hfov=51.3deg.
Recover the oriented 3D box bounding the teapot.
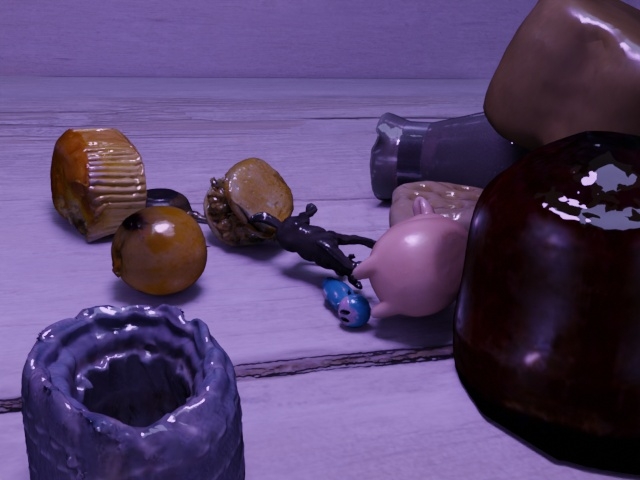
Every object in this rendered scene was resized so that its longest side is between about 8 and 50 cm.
[{"bbox_3d":[0.306,-0.165,1.447,0.344,0.253,0.300,8,-10,22],"label":"teapot"}]

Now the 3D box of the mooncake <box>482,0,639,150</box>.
[{"bbox_3d":[0.512,-0.215,1.098,0.467,0.262,0.467,21,31,-13],"label":"mooncake"}]

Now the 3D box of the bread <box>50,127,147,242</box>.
[{"bbox_3d":[-0.426,-0.112,1.254,0.133,0.179,0.250,-3,32,-36],"label":"bread"}]

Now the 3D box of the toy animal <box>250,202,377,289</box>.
[{"bbox_3d":[0.000,0.000,1.109,0.232,0.084,0.148,31,7,23],"label":"toy animal"}]

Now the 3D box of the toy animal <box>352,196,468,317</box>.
[{"bbox_3d":[0.157,0.028,1.020,0.154,0.166,0.250,-19,5,23],"label":"toy animal"}]

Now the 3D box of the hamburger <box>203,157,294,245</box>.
[{"bbox_3d":[-0.125,-0.056,1.225,0.185,0.131,0.159,46,46,-7],"label":"hamburger"}]

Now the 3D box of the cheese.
[{"bbox_3d":[0.226,-0.036,1.254,0.235,0.117,0.218,-10,26,-27],"label":"cheese"}]

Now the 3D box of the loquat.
[{"bbox_3d":[-0.248,0.015,1.037,0.163,0.137,0.163,-11,9,2],"label":"loquat"}]

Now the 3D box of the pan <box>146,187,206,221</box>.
[{"bbox_3d":[-0.286,-0.072,1.341,0.202,0.048,0.128,0,23,-11],"label":"pan"}]

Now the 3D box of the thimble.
[{"bbox_3d":[-0.177,0.175,0.634,0.205,0.172,0.236,-6,26,-14],"label":"thimble"}]

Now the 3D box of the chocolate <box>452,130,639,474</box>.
[{"bbox_3d":[0.363,0.039,0.841,0.383,0.331,0.384,5,22,-2],"label":"chocolate"}]

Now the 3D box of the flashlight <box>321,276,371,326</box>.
[{"bbox_3d":[0.037,0.091,1.020,0.051,0.051,0.129,-4,19,-18],"label":"flashlight"}]
